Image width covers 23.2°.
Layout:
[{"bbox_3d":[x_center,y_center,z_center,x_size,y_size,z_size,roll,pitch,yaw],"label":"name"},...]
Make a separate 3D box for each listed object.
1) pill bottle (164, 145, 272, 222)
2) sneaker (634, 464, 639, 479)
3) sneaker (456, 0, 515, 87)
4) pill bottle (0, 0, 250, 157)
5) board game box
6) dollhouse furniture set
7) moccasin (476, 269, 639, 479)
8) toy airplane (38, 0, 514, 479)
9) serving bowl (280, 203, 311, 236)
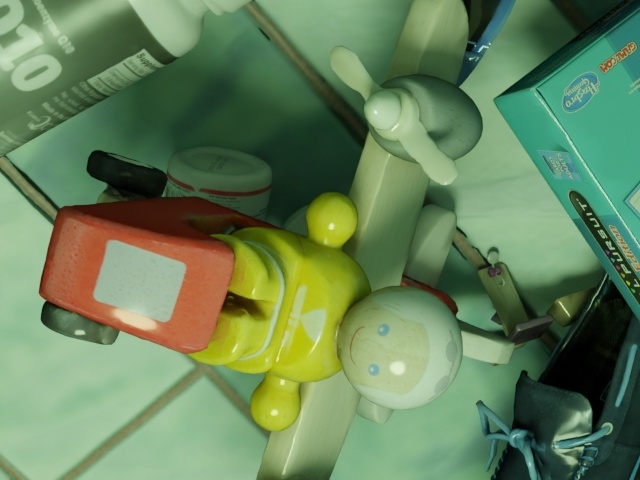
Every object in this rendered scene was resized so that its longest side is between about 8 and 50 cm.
[{"bbox_3d":[-0.092,0.009,1.301,0.087,0.087,0.160,8,110,-4],"label":"pill bottle"},{"bbox_3d":[0.326,0.314,1.388,0.145,0.147,0.385,-36,108,10],"label":"sneaker"},{"bbox_3d":[0.122,-0.232,1.224,0.090,0.081,0.232,26,101,-6],"label":"sneaker"},{"bbox_3d":[-0.192,-0.185,1.189,0.283,0.161,0.161,-28,108,9],"label":"pill bottle"},{"bbox_3d":[0.331,-0.046,1.215,0.253,0.079,0.336,-37,99,-15],"label":"board game box"},{"bbox_3d":[0.192,0.045,1.361,0.114,0.091,0.081,-16,69,-18],"label":"dollhouse furniture set"},{"bbox_3d":[0.198,0.137,1.275,0.117,0.137,0.342,37,77,-34],"label":"moccasin"},{"bbox_3d":[0.017,0.060,1.162,0.384,0.272,0.386,-35,123,-24],"label":"toy airplane"},{"bbox_3d":[0.000,0.000,1.325,0.083,0.027,0.083,-7,123,-12],"label":"serving bowl"}]
